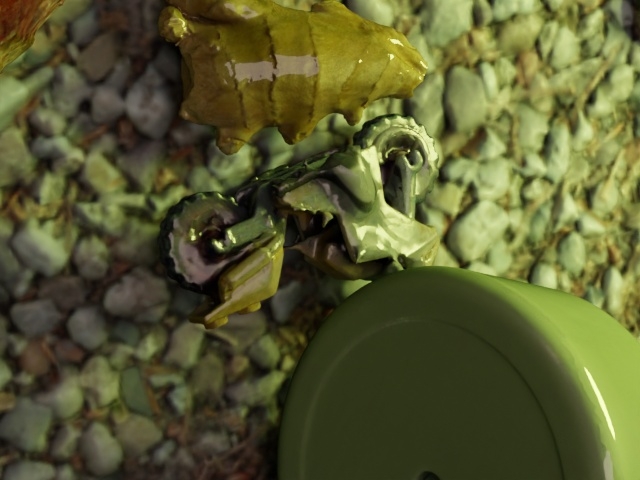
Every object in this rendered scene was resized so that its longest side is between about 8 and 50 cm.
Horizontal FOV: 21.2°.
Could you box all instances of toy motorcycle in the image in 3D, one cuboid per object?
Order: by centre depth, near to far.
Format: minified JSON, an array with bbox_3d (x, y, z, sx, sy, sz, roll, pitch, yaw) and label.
[{"bbox_3d":[0.000,0.000,1.195,0.229,0.094,0.130,-24,104,-27],"label":"toy motorcycle"}]

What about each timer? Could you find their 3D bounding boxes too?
[{"bbox_3d":[0.173,0.156,1.218,0.315,0.290,0.291,-3,98,-47],"label":"timer"}]

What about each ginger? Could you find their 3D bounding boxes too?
[{"bbox_3d":[-0.024,-0.119,1.182,0.205,0.081,0.115,15,58,-16],"label":"ginger"}]

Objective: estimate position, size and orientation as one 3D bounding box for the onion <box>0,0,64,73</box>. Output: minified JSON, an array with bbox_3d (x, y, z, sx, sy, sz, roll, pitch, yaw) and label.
[{"bbox_3d":[-0.243,-0.208,0.979,0.276,0.276,0.276,-3,97,-23],"label":"onion"}]
